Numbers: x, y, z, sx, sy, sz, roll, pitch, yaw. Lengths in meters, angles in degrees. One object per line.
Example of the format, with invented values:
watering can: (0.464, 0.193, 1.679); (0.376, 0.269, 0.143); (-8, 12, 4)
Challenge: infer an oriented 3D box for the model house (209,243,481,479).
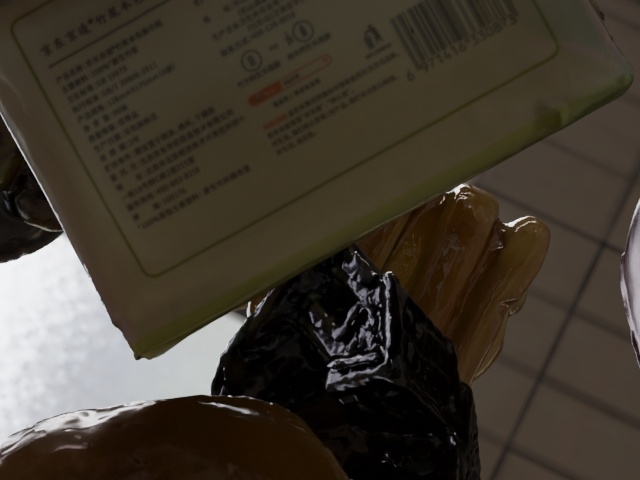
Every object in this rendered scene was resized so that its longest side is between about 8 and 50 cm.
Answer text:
model house: (0.021, 0.095, 0.859); (0.152, 0.106, 0.165); (-137, 32, -56)

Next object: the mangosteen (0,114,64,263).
mangosteen: (-0.220, -0.080, 1.258); (0.210, 0.210, 0.210); (25, -90, -85)

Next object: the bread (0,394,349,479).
bread: (-0.063, 0.209, 0.638); (0.344, 0.195, 0.149); (-94, -16, -50)

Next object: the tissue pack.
tissue pack: (-0.007, -0.077, 0.781); (0.234, 0.159, 0.125); (-30, 1, 5)

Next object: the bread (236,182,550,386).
bread: (0.000, 0.000, 1.380); (0.172, 0.311, 0.121); (-65, -14, 6)

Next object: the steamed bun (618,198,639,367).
steamed bun: (0.321, 0.089, 0.887); (0.248, 0.235, 0.379); (-48, 54, 54)
